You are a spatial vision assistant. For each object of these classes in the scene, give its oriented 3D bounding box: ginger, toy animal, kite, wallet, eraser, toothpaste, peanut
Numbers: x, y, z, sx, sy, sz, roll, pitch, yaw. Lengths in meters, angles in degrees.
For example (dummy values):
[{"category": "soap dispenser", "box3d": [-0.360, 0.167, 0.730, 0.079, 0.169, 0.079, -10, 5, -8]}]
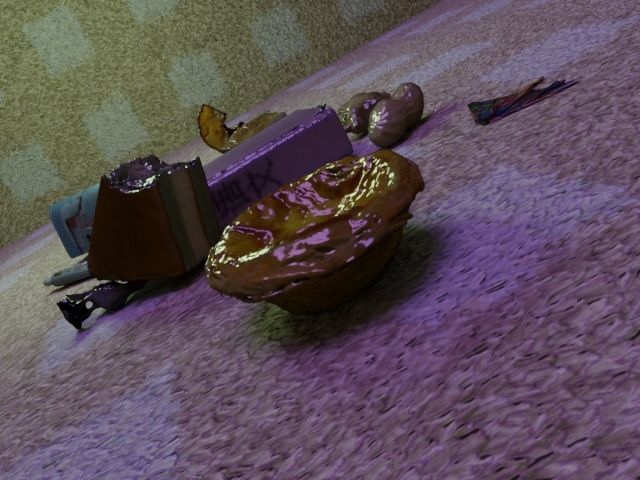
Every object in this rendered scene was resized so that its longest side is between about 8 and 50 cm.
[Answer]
[{"category": "ginger", "box3d": [0.107, -0.311, 1.416, 0.137, 0.074, 0.213, -35, 14, 10]}, {"category": "toy animal", "box3d": [-0.390, 0.098, 1.082, 0.202, 0.070, 0.105, -21, 20, 12]}, {"category": "kite", "box3d": [0.323, -0.244, 1.033, 0.183, 0.014, 0.241, -36, 19, -22]}, {"category": "wallet", "box3d": [-0.618, -0.055, 1.627, 0.250, 0.176, 0.075, -17, 9, 31]}, {"category": "eraser", "box3d": [-0.136, -0.152, 1.286, 0.359, 0.122, 0.272, -32, 17, -13]}, {"category": "toothpaste", "box3d": [-0.582, 0.076, 1.450, 0.255, 0.037, 0.067, -16, 17, 25]}, {"category": "peanut", "box3d": [0.154, -0.254, 1.186, 0.082, 0.082, 0.187, -6, 30, 48]}]

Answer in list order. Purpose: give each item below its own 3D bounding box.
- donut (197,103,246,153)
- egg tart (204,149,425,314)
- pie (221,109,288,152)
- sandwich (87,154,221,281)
[{"category": "donut", "box3d": [-0.313, -0.353, 1.976, 0.141, 0.217, 0.085, -64, 10, -6]}, {"category": "egg tart", "box3d": [0.000, 0.000, 0.712, 0.294, 0.116, 0.295, -23, 20, 9]}, {"category": "pie", "box3d": [-0.201, -0.337, 1.876, 0.128, 0.068, 0.282, 10, 43, 23]}, {"category": "sandwich", "box3d": [-0.320, -0.045, 1.065, 0.227, 0.198, 0.155, -6, 17, 24]}]
